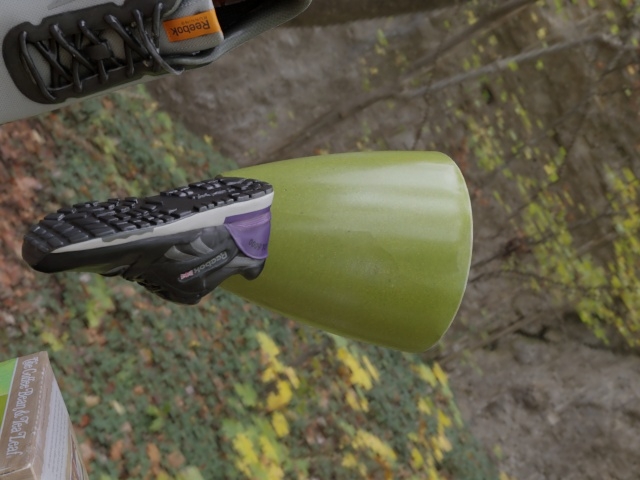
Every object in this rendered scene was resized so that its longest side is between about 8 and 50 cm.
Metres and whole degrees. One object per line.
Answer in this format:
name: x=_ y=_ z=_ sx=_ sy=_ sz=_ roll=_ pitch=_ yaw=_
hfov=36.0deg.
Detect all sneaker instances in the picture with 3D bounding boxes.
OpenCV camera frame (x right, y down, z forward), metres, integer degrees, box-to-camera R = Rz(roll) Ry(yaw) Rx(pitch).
sneaker: x=-0.128 y=-0.140 z=0.615 sx=0.108 sy=0.271 sz=0.100 roll=52 pitch=-16 yaw=44
sneaker: x=-0.163 y=0.020 z=1.017 sx=0.107 sy=0.283 sz=0.124 roll=22 pitch=-63 yaw=47

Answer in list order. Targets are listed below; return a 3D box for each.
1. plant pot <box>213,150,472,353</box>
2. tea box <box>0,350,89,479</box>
plant pot: x=0.000 y=0.000 z=1.278 sx=0.275 sy=0.293 sz=0.274 roll=-173 pitch=-90 yaw=-69
tea box: x=-0.431 y=0.312 z=1.082 sx=0.329 sy=0.323 sz=0.220 roll=-135 pitch=-149 yaw=-71
